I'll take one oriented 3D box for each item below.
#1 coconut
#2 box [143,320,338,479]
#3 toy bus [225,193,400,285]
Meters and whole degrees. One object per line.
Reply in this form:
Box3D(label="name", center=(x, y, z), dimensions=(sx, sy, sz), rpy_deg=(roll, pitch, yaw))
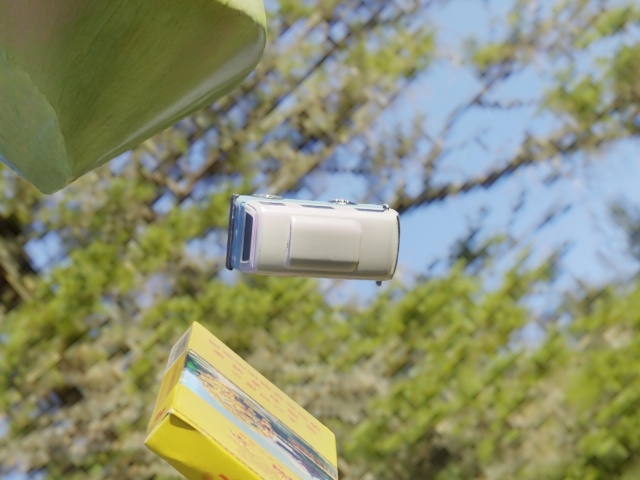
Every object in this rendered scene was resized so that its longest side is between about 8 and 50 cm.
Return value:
Box3D(label="coconut", center=(-0.130, -0.135, 0.942), dimensions=(0.205, 0.235, 0.236), rpy_deg=(5, -43, -22))
Box3D(label="box", center=(-0.030, 0.083, 0.798), dimensions=(0.023, 0.087, 0.155), rpy_deg=(-46, 8, 7))
Box3D(label="toy bus", center=(0.000, 0.000, 1.375), dimensions=(0.123, 0.060, 0.075), rpy_deg=(4, 5, -17))
